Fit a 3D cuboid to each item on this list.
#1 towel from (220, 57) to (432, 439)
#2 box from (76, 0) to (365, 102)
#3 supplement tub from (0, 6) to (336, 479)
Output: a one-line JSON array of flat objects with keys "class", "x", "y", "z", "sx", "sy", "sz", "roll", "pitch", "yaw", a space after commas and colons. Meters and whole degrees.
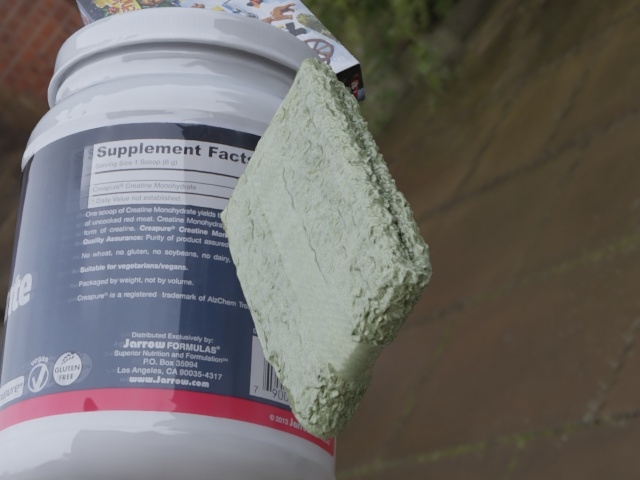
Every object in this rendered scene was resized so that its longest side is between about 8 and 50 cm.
[{"class": "towel", "x": 0.000, "y": 0.000, "z": 0.698, "sx": 0.110, "sy": 0.027, "sz": 0.148, "roll": -62, "pitch": 35, "yaw": 33}, {"class": "box", "x": -0.089, "y": -0.165, "z": 1.388, "sx": 0.159, "sy": 0.044, "sz": 0.233, "roll": -27, "pitch": 49, "yaw": -15}, {"class": "supplement tub", "x": -0.082, "y": 0.026, "z": 0.926, "sx": 0.191, "sy": 0.191, "sz": 0.272, "roll": -35, "pitch": 47, "yaw": 55}]
